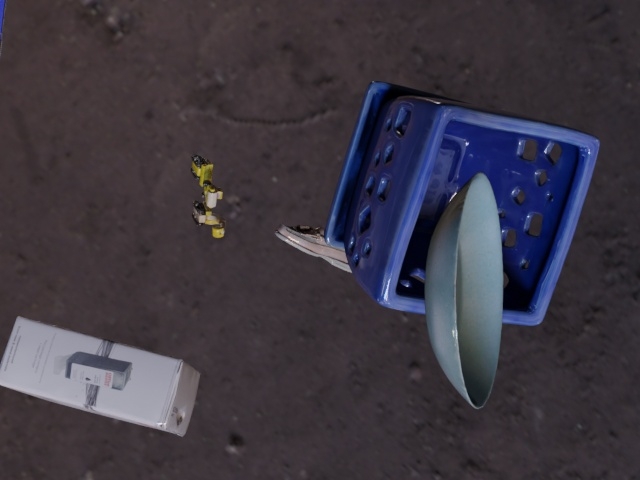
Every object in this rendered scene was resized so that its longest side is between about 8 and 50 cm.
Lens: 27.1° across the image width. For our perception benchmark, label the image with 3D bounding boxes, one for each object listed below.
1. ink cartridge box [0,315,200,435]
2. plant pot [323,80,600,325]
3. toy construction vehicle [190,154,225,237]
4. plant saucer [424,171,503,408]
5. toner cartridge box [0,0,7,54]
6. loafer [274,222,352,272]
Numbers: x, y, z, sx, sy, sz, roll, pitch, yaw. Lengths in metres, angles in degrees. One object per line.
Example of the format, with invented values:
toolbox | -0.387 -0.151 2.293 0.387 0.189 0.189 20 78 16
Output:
ink cartridge box | -0.272 0.172 1.659 0.217 0.158 0.092 16 80 7
plant pot | 0.145 -0.053 1.533 0.212 0.236 0.236 35 112 57
toy construction vehicle | -0.148 -0.060 1.787 0.035 0.086 0.098 -4 28 -20
plant saucer | 0.116 0.041 1.095 0.037 0.195 0.195 1 58 19
toner cartridge box | -0.330 -0.229 0.867 0.075 0.165 0.348 -26 64 -36
loafer | 0.000 0.000 1.644 0.039 0.125 0.045 -60 32 7
